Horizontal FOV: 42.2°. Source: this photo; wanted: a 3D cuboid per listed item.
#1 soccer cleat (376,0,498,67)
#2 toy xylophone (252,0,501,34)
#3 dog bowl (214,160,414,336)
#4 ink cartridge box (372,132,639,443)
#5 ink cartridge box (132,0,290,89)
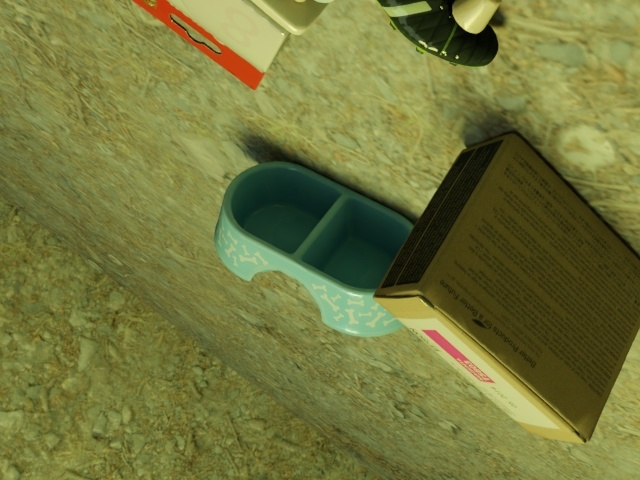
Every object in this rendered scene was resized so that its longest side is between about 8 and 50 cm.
[{"bbox_3d":[0.072,-0.200,0.628,0.179,0.060,0.072,38,147,-9],"label":"soccer cleat"},{"bbox_3d":[0.054,-0.235,0.483,0.236,0.081,0.322,34,149,-5],"label":"toy xylophone"},{"bbox_3d":[0.000,0.000,1.047,0.297,0.166,0.074,27,148,18],"label":"dog bowl"},{"bbox_3d":[0.194,0.047,0.798,0.235,0.193,0.088,42,158,-18],"label":"ink cartridge box"},{"bbox_3d":[-0.126,-0.235,0.852,0.189,0.066,0.232,36,155,-7],"label":"ink cartridge box"}]
